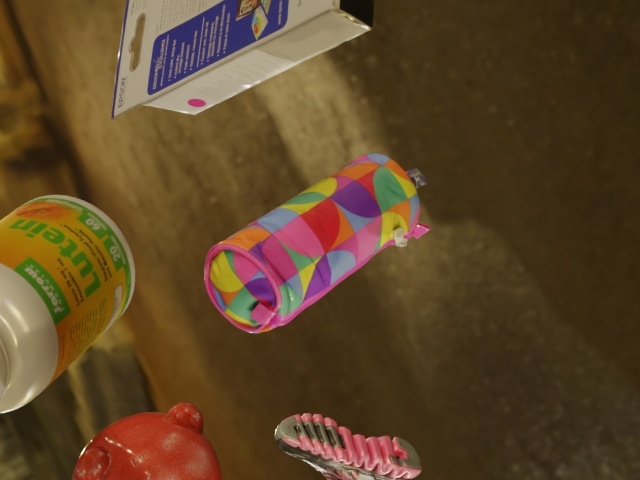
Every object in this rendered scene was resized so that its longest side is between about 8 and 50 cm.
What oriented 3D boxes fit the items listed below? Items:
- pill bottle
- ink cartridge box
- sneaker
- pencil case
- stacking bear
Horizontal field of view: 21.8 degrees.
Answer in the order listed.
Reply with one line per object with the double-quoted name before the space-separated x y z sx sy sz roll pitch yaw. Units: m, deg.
"pill bottle" -0.265 0.063 1.406 0.136 0.136 0.246 67 -155 -13
"ink cartridge box" -0.085 -0.249 1.761 0.371 0.069 0.176 -18 58 43
"sneaker" 0.015 0.171 1.266 0.057 0.119 0.047 -59 21 31
"pencil case" 0.000 0.000 1.559 0.104 0.236 0.104 26 131 34
"stacking bear" -0.108 0.262 1.266 0.164 0.175 0.289 29 138 58
